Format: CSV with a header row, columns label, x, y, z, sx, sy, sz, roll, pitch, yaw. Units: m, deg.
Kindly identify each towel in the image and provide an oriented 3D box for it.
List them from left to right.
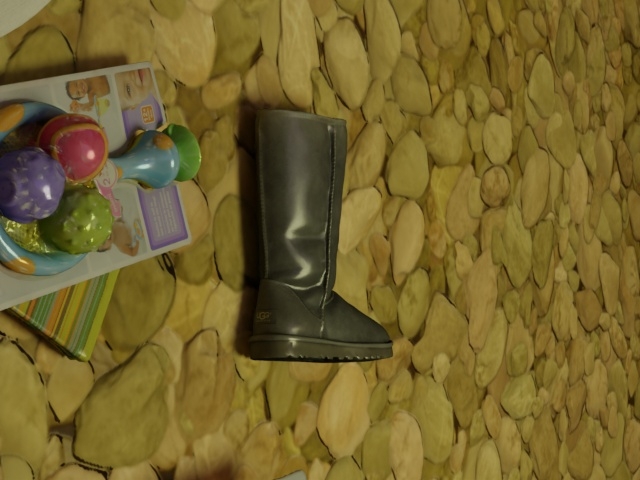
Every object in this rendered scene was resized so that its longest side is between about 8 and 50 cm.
label,x,y,z,sx,sy,sz,roll,pitch,yaw
towel,-0.210,-0.019,0.800,0.237,0.021,0.102,47,47,-45

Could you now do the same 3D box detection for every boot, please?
label,x,y,z,sx,sy,sz,roll,pitch,yaw
boot,0.003,0.000,1.085,0.189,0.076,0.208,13,72,-58

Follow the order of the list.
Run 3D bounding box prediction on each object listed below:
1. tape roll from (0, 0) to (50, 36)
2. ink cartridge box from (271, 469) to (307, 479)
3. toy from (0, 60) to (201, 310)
label,x,y,z,sx,sy,sz,roll,pitch,yaw
tape roll,-0.262,-0.282,0.661,0.392,0.072,0.392,7,82,-56
ink cartridge box,-0.107,0.387,0.908,0.308,0.091,0.385,-10,94,-55
toy,-0.156,-0.040,0.815,0.237,0.056,0.137,-24,104,-57
